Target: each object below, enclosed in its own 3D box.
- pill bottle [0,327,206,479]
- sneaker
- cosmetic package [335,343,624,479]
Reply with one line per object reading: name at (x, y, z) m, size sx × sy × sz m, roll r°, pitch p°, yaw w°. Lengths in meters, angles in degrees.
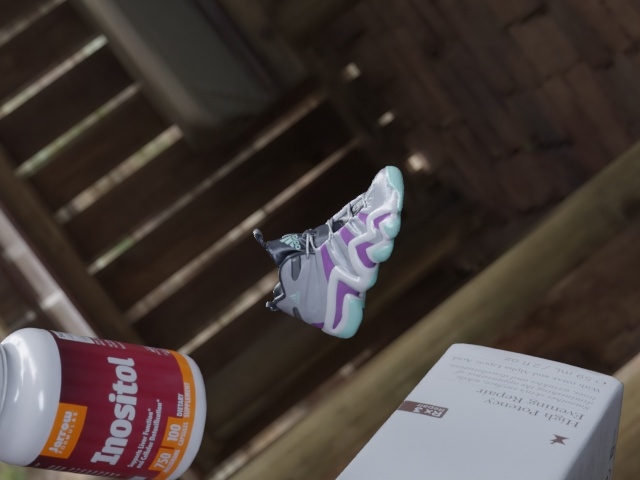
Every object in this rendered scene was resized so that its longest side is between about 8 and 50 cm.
pill bottle at (-0.154, 0.101, 1.158) m, size 0.152 × 0.086 × 0.086 m, roll 11°, pitch -168°, yaw -31°
sneaker at (0.000, 0.000, 0.969) m, size 0.069 × 0.098 × 0.038 m, roll 17°, pitch -162°, yaw -9°
cosmetic package at (0.091, 0.145, 1.079) m, size 0.117 × 0.231 × 0.086 m, roll 11°, pitch 111°, yaw 18°
